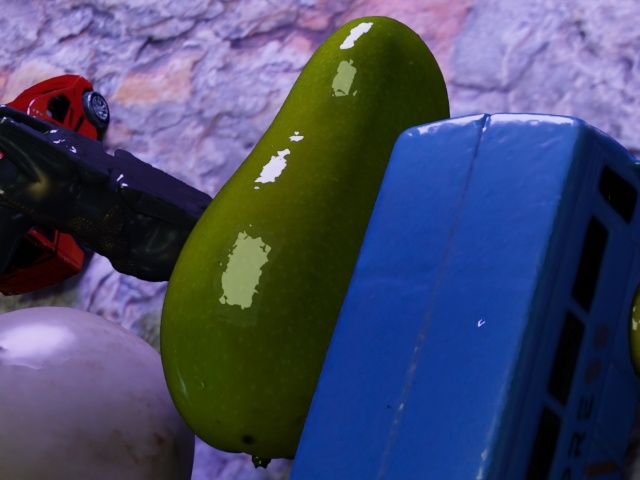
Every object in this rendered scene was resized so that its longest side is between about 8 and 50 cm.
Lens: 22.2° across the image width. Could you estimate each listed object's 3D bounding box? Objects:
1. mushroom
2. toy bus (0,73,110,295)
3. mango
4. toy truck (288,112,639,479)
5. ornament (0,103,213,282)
[{"bbox_3d":[-0.184,0.136,1.046,0.209,0.206,0.206,25,76,47],"label":"mushroom"},{"bbox_3d":[-0.228,-0.057,1.282,0.081,0.089,0.195,-17,51,24],"label":"toy bus"},{"bbox_3d":[0.000,0.000,1.025,0.143,0.175,0.293,14,74,31],"label":"mango"},{"bbox_3d":[0.088,0.109,0.901,0.161,0.162,0.385,0,60,36],"label":"toy truck"},{"bbox_3d":[-0.200,0.036,1.179,0.236,0.202,0.080,-56,23,19],"label":"ornament"}]
